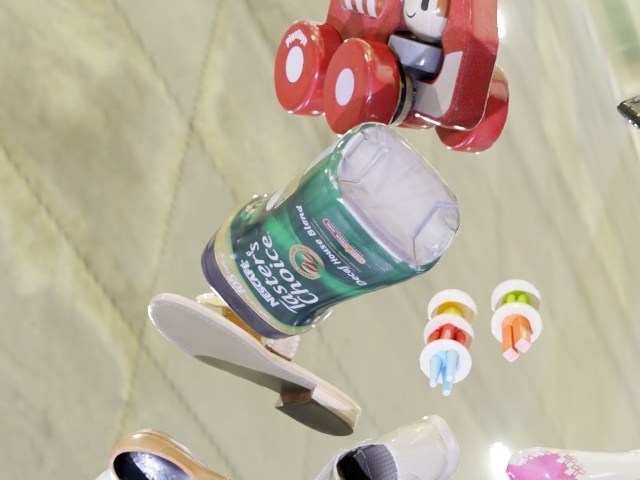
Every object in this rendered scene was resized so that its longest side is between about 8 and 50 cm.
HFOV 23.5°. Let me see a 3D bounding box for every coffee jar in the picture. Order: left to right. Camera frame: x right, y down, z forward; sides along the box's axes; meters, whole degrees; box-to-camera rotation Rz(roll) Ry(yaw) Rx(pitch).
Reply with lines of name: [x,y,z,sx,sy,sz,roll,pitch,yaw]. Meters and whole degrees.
coffee jar: [0.000,0.000,0.987,0.096,0.184,0.079,46,54,-10]

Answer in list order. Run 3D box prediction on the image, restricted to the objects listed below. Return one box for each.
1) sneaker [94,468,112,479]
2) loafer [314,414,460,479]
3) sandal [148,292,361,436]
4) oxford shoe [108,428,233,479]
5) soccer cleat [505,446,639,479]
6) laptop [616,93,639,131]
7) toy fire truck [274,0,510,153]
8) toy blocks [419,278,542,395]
sneaker: [-0.192,0.307,1.771,0.095,0.235,0.090,-50,126,-24]
loafer: [0.048,0.278,1.770,0.092,0.268,0.102,-2,59,-40]
sandal: [-0.050,0.083,1.359,0.240,0.088,0.079,38,58,-30]
oxford shoe: [-0.069,0.214,1.149,0.076,0.212,0.076,-63,174,-1]
soccer cleat: [0.335,0.249,1.491,0.143,0.331,0.116,-57,135,-12]
laptop: [0.451,-0.080,1.483,0.264,0.234,0.137,-113,-178,-66]
toy fire truck: [0.086,-0.232,1.565,0.302,0.169,0.254,31,-66,60]
toy blocks: [0.164,0.103,1.564,0.148,0.123,0.054,-74,151,-60]
